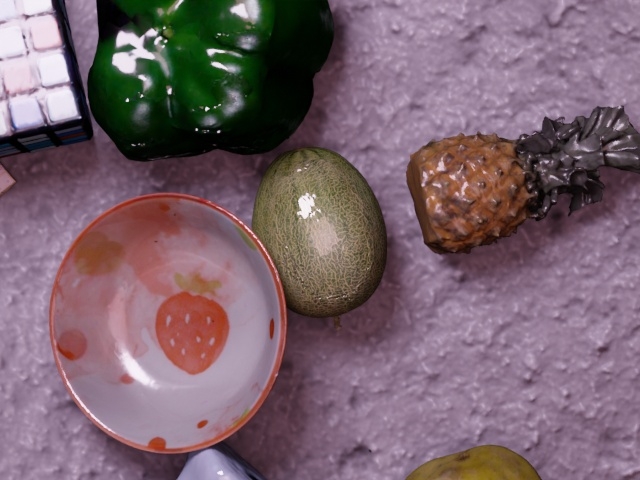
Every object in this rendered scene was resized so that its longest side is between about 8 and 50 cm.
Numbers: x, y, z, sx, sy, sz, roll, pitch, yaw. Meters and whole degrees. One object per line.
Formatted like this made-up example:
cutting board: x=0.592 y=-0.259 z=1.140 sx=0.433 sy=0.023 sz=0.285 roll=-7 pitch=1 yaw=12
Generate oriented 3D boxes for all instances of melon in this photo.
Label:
melon: x=0.000 y=0.000 z=1.835 sx=0.139 sy=0.139 sz=0.192 roll=-12 pitch=96 yaw=-4

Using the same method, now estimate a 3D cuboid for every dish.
dish: x=-0.141 y=0.082 z=1.834 sx=0.260 sy=0.085 sz=0.260 roll=0 pitch=90 yaw=20

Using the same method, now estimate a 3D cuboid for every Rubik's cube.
Rubik's cube: x=-0.331 y=-0.173 z=1.769 sx=0.182 sy=0.187 sz=0.184 roll=-12 pitch=92 yaw=-4

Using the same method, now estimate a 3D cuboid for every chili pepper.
chili pepper: x=-0.111 y=-0.199 z=1.761 sx=0.233 sy=0.256 sz=0.249 roll=2 pitch=95 yaw=7

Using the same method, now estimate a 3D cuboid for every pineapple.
pineapple: x=0.216 y=-0.067 z=1.859 sx=0.248 sy=0.128 sz=0.128 roll=-15 pitch=95 yaw=-6

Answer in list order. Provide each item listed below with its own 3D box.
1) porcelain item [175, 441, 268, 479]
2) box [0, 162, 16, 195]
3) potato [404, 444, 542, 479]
porcelain item: x=-0.188 y=0.402 z=1.826 sx=0.242 sy=0.178 sz=0.405 roll=43 pitch=89 yaw=-6
box: x=-0.361 y=-0.051 z=1.866 sx=0.083 sy=0.012 sz=0.046 roll=-40 pitch=95 yaw=0
potato: x=0.154 y=0.332 z=1.863 sx=0.197 sy=0.148 sz=0.228 roll=-16 pitch=88 yaw=21
